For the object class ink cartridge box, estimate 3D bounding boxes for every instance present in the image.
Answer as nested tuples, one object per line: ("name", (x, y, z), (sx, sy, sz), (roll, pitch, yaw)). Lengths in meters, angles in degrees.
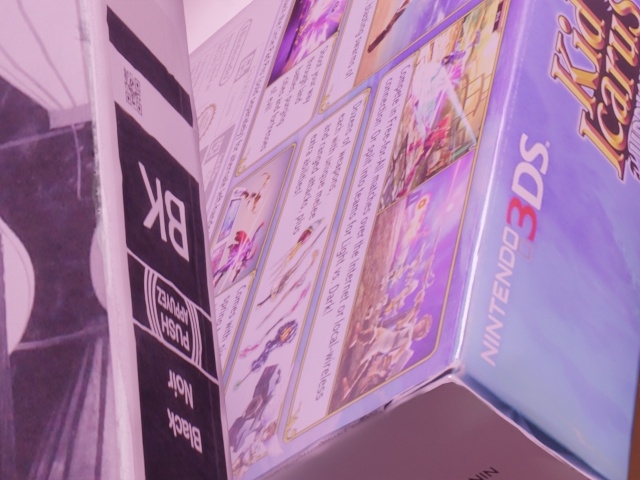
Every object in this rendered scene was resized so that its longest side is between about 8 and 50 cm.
("ink cartridge box", (-0.099, 0.076, 0.353), (0.165, 0.065, 0.332), (-14, 68, 13))

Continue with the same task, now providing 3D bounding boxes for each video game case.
("video game case", (0.000, 0.000, 0.555), (0.061, 0.244, 0.269), (36, 45, -20))

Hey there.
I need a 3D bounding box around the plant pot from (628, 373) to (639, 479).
("plant pot", (0.189, 0.127, 0.514), (0.284, 0.191, 0.284), (7, 49, -8))
